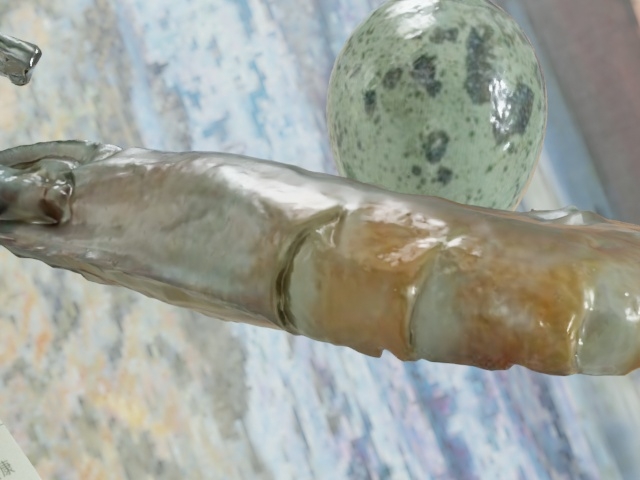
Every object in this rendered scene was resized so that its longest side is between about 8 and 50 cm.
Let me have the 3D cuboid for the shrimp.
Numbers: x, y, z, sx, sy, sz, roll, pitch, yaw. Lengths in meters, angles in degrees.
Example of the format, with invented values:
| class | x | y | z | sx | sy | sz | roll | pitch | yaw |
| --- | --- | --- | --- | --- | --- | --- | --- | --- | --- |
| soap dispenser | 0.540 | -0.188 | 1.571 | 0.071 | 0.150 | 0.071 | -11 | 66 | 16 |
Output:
| class | x | y | z | sx | sy | sz | roll | pitch | yaw |
| --- | --- | --- | --- | --- | --- | --- | --- | --- | --- |
| shrimp | 0.000 | 0.000 | 0.581 | 0.164 | 0.316 | 0.062 | -7 | 104 | -64 |

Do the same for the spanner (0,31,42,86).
| class | x | y | z | sx | sy | sz | roll | pitch | yaw |
| --- | --- | --- | --- | --- | --- | --- | --- | --- | --- |
| spanner | -0.259 | -0.134 | 0.610 | 0.093 | 0.325 | 0.026 | 112 | 1 | -70 |

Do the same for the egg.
| class | x | y | z | sx | sy | sz | roll | pitch | yaw |
| --- | --- | --- | --- | --- | --- | --- | --- | --- | --- |
| egg | 0.069 | -0.068 | 0.923 | 0.132 | 0.132 | 0.172 | 62 | 30 | -73 |

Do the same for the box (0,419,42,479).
| class | x | y | z | sx | sy | sz | roll | pitch | yaw |
| --- | --- | --- | --- | --- | --- | --- | --- | --- | --- |
| box | -0.338 | 0.159 | 1.210 | 0.256 | 0.069 | 0.164 | 53 | 34 | 11 |
